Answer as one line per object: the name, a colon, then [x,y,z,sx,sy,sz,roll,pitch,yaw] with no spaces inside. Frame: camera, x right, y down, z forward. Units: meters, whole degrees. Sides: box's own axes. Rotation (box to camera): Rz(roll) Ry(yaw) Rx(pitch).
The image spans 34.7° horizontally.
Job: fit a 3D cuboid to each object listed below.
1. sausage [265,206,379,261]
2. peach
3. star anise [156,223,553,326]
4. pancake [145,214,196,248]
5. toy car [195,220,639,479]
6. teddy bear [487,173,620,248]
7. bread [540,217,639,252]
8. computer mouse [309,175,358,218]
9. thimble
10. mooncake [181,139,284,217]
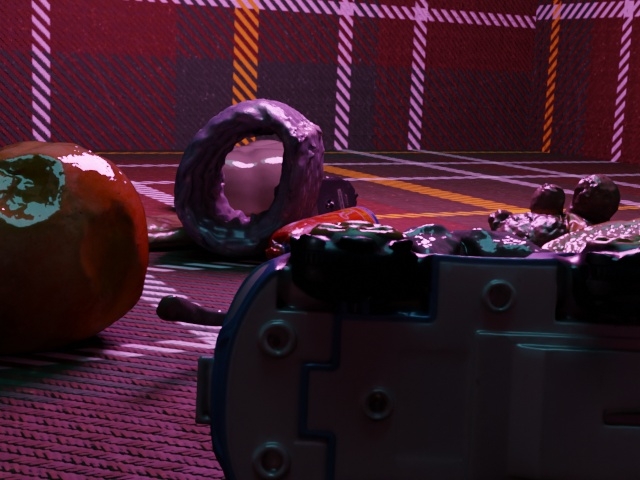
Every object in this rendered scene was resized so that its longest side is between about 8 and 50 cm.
sausage: [0.000,0.000,1.470,0.074,0.074,0.274,7,12,26]
peach: [-0.289,0.013,0.999,0.214,0.214,0.235,7,28,23]
star anise: [0.075,0.041,0.955,0.316,0.139,0.359,-21,-21,37]
pancake: [-0.291,-0.021,1.604,0.236,0.042,0.222,5,8,10]
toy car: [0.085,0.088,0.620,0.314,0.198,0.166,1,2,-2]
teddy bear: [0.306,0.011,1.323,0.190,0.177,0.140,-1,-35,-23]
bread: [0.324,0.052,1.044,0.236,0.070,0.236,-8,24,4]
computer mouse: [0.003,-0.059,1.752,0.057,0.099,0.172,-8,6,38]
thimble: [-0.100,-0.091,1.506,0.205,0.236,0.172,44,11,0]
mooncake: [-0.137,-0.117,1.957,0.275,0.135,0.275,-1,12,0]
